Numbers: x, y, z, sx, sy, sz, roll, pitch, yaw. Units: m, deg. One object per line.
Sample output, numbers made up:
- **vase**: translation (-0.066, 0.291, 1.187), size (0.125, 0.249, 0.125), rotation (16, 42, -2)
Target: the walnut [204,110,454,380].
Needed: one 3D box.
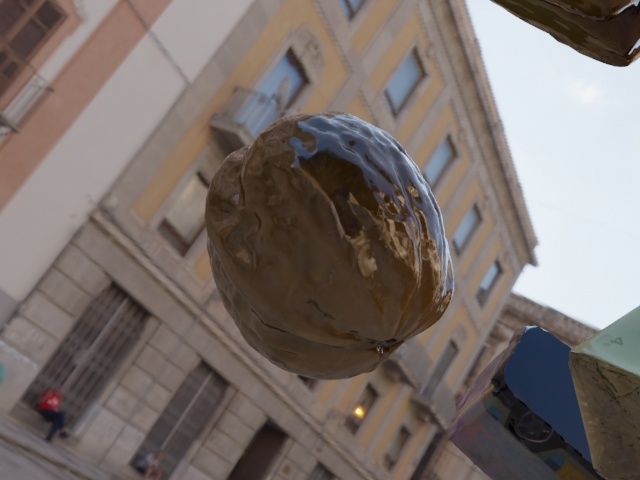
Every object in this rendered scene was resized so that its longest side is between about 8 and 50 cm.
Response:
- **walnut**: translation (0.000, 0.000, 0.660), size (0.213, 0.213, 0.213), rotation (30, -17, 10)

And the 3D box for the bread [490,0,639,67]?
- **bread**: translation (0.115, -0.300, 0.412), size (0.370, 0.314, 0.191), rotation (44, 6, 4)

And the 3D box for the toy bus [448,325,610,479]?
- **toy bus**: translation (0.359, 0.309, 1.119), size (0.386, 0.171, 0.162), rotation (42, -48, 4)

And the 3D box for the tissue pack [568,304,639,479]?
- **tissue pack**: translation (0.379, 0.133, 0.822), size (0.125, 0.234, 0.159), rotation (25, -43, 59)
